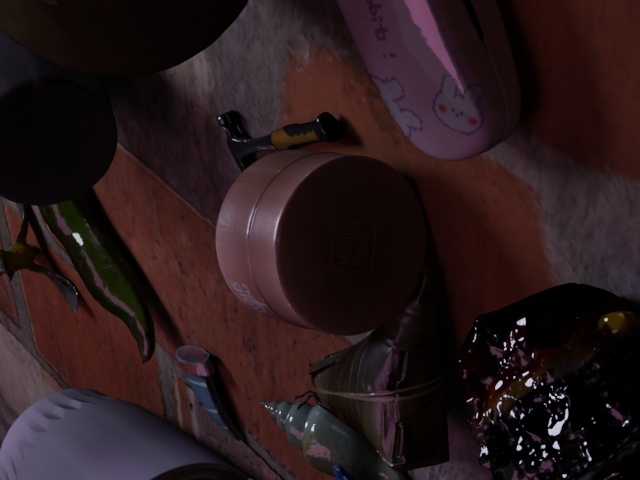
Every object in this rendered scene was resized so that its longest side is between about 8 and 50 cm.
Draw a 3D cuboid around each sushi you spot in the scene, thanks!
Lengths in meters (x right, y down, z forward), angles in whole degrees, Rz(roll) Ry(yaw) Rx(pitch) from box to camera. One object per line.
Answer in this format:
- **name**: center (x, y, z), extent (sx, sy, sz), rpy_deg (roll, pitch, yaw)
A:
- **sushi**: center (0.177, 0.110, 1.024), extent (0.172, 0.153, 0.150), rpy_deg (-49, 58, 51)

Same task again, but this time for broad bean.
- **broad bean**: center (-0.290, 0.000, 1.822), extent (0.339, 0.061, 0.077), rpy_deg (58, 141, 7)

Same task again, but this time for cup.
- **cup**: center (-0.246, 0.341, 1.867), extent (0.371, 0.253, 0.253), rpy_deg (26, 136, 54)

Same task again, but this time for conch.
- **conch**: center (0.009, 0.211, 1.495), extent (0.180, 0.065, 0.088), rpy_deg (31, 140, 21)

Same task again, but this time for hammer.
- **hammer**: center (-0.034, -0.089, 1.344), extent (0.201, 0.021, 0.078), rpy_deg (-2, 113, 61)

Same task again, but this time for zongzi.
- **zongzi**: center (0.047, 0.093, 1.326), extent (0.187, 0.084, 0.184), rpy_deg (25, 122, 55)

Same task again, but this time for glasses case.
- **glasses case**: center (0.055, -0.197, 1.033), extent (0.113, 0.075, 0.297), rpy_deg (-7, 110, 59)

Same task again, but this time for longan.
- **longan**: center (-0.179, -0.298, 1.150), extent (0.350, 0.288, 0.288), rpy_deg (69, 154, 11)

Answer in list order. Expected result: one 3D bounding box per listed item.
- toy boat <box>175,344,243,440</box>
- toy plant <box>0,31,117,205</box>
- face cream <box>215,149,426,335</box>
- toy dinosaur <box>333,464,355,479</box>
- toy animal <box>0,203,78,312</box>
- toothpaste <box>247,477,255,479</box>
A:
- **toy boat**: center (-0.135, 0.188, 1.761), extent (0.096, 0.034, 0.122), rpy_deg (18, 132, 61)
- **toy plant**: center (-0.344, -0.201, 1.601), extent (0.279, 0.185, 0.400), rpy_deg (42, -172, -37)
- **face cream**: center (0.000, 0.000, 1.227), extent (0.104, 0.149, 0.149), rpy_deg (10, 123, 58)
- **toy dinosaur**: center (0.052, 0.349, 1.542), extent (0.144, 0.076, 0.329), rpy_deg (4, 127, 53)
- **toy animal**: center (-0.433, 0.020, 2.054), extent (0.155, 0.095, 0.219), rpy_deg (-18, 98, 58)
- **toothpaste**: center (0.043, 0.310, 1.431), extent (0.282, 0.068, 0.099), rpy_deg (11, 96, 40)
